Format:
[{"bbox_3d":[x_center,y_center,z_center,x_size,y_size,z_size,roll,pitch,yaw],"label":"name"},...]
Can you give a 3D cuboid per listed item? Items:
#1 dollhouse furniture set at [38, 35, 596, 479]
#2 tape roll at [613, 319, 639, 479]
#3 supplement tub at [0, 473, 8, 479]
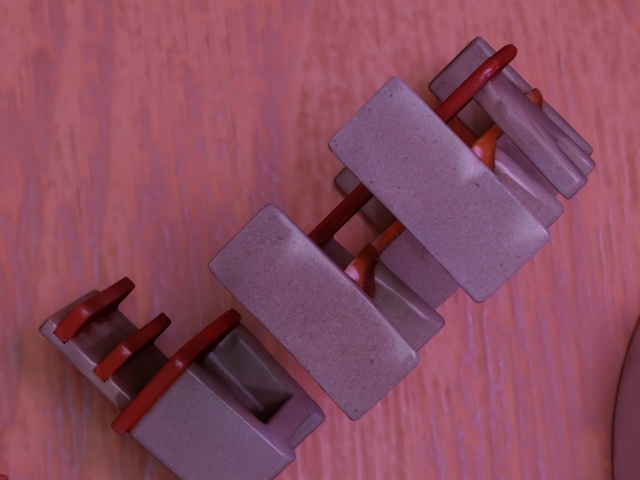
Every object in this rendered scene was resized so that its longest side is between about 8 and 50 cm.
[{"bbox_3d":[0.000,0.000,0.800,0.135,0.262,0.259,46,107,1],"label":"dollhouse furniture set"},{"bbox_3d":[0.309,0.119,0.904,0.286,0.100,0.286,2,81,-10],"label":"tape roll"},{"bbox_3d":[-0.223,0.260,0.730,0.193,0.193,0.316,3,79,-10],"label":"supplement tub"}]
